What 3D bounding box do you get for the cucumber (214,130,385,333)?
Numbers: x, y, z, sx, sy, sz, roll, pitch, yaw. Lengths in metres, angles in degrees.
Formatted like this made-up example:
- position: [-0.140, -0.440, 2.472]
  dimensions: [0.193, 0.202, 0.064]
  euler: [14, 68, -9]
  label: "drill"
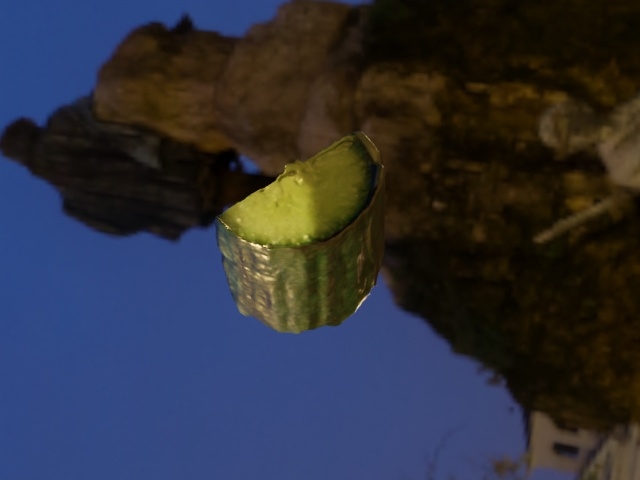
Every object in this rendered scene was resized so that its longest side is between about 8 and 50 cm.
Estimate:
- position: [0.000, 0.000, 0.861]
  dimensions: [0.116, 0.062, 0.115]
  euler: [-36, -25, -17]
  label: "cucumber"
